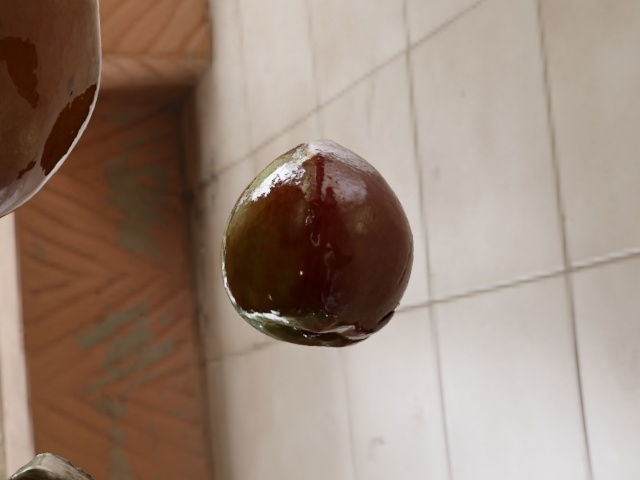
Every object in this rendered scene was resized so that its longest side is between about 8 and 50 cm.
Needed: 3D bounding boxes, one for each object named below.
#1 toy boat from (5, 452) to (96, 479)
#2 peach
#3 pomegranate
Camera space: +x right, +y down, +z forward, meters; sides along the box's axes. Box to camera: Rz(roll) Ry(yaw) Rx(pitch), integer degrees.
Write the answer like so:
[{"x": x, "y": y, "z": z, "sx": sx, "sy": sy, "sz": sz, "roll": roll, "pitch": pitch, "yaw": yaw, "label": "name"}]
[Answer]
[{"x": -0.183, "y": 0.228, "z": 0.936, "sx": 0.061, "sy": 0.116, "sz": 0.188, "roll": -97, "pitch": 5, "yaw": -71, "label": "toy boat"}, {"x": 0.000, "y": 0.000, "z": 1.281, "sx": 0.197, "sy": 0.197, "sz": 0.197, "roll": 178, "pitch": 90, "yaw": -69, "label": "peach"}, {"x": -0.271, "y": -0.138, "z": 0.883, "sx": 0.264, "sy": 0.264, "sz": 0.264, "roll": 178, "pitch": 90, "yaw": -69, "label": "pomegranate"}]
